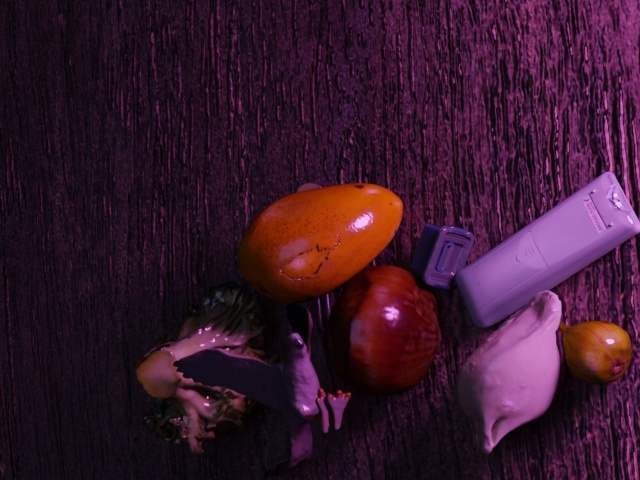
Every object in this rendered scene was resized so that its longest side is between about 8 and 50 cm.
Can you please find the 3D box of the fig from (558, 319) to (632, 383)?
[{"bbox_3d":[0.376,0.142,1.496,0.166,0.093,0.093,-117,50,-72],"label":"fig"}]

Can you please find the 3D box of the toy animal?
[{"bbox_3d":[-0.052,0.274,1.686,0.302,0.225,0.284,4,114,61],"label":"toy animal"}]

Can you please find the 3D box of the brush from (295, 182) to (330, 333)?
[{"bbox_3d":[-0.006,0.028,1.845,0.062,0.027,0.266,-13,76,24],"label":"brush"}]

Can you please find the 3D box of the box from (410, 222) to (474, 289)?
[{"bbox_3d":[0.185,0.021,1.660,0.054,0.074,0.099,28,101,50],"label":"box"}]

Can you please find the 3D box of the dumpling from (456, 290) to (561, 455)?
[{"bbox_3d":[0.269,0.175,1.533,0.179,0.131,0.252,-89,18,-73],"label":"dumpling"}]

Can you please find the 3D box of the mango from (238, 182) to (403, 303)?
[{"bbox_3d":[0.000,0.000,1.735,0.290,0.191,0.160,-26,110,10],"label":"mango"}]

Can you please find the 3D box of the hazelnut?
[{"bbox_3d":[0.101,0.135,1.657,0.178,0.178,0.204,-19,44,37],"label":"hazelnut"}]

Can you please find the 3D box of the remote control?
[{"bbox_3d":[0.321,0.017,1.558,0.293,0.051,0.103,-37,60,29],"label":"remote control"}]

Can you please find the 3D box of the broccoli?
[{"bbox_3d":[-0.207,0.223,1.846,0.248,0.245,0.288,-7,90,20],"label":"broccoli"}]
